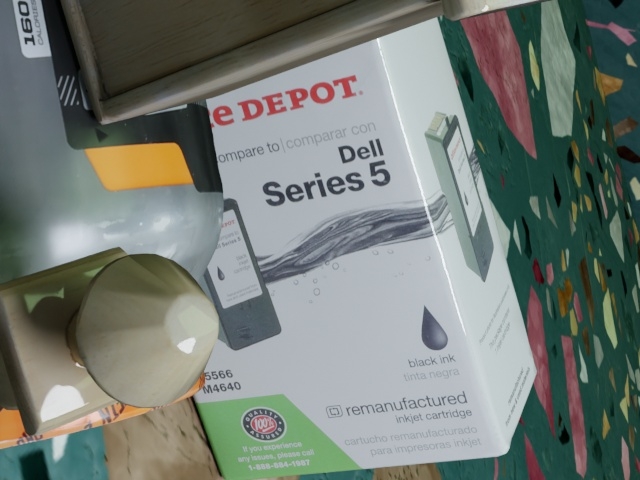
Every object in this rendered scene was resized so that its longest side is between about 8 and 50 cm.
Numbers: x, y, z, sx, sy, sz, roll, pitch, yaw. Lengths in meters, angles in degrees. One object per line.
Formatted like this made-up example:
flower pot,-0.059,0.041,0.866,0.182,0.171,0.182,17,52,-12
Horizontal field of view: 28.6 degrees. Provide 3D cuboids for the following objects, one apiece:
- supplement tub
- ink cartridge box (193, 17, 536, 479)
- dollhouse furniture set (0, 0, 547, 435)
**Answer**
supplement tub,-0.147,-0.082,0.493,0.193,0.193,0.316,-12,92,-67
ink cartridge box,0.000,0.000,0.784,0.115,0.198,0.273,-50,126,-59
dollhouse furniture set,-0.131,-0.081,0.262,0.355,0.174,0.303,-19,95,-42
